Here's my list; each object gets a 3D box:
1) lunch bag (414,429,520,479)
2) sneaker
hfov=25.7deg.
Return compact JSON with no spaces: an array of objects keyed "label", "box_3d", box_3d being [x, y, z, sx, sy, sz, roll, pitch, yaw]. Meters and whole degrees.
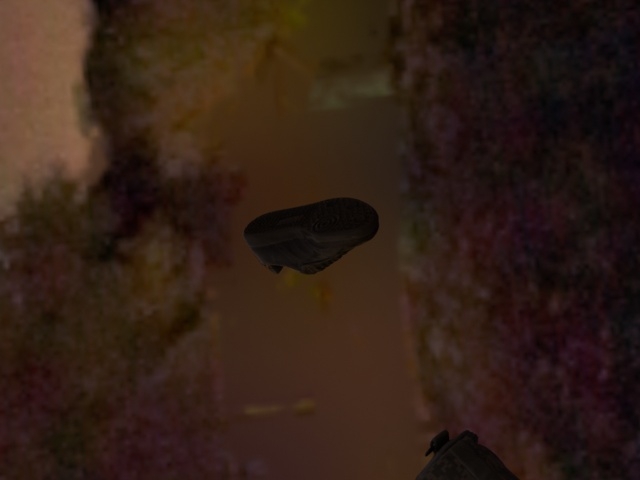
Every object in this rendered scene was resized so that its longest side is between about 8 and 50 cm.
[{"label":"lunch bag","box_3d":[0.191,0.390,1.592,0.305,0.212,0.256,45,134,16]},{"label":"sneaker","box_3d":[0.000,0.000,1.568,0.066,0.188,0.071,-53,-56,-35]}]
